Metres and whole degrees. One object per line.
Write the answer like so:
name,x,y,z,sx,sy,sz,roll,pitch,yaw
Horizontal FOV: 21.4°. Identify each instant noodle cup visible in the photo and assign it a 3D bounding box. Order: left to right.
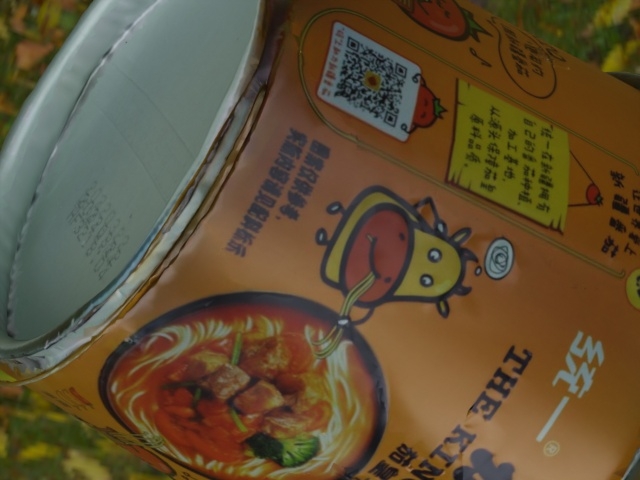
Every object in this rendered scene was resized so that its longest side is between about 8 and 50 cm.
instant noodle cup,0.000,0.000,0.555,0.172,0.216,0.216,30,122,-28
